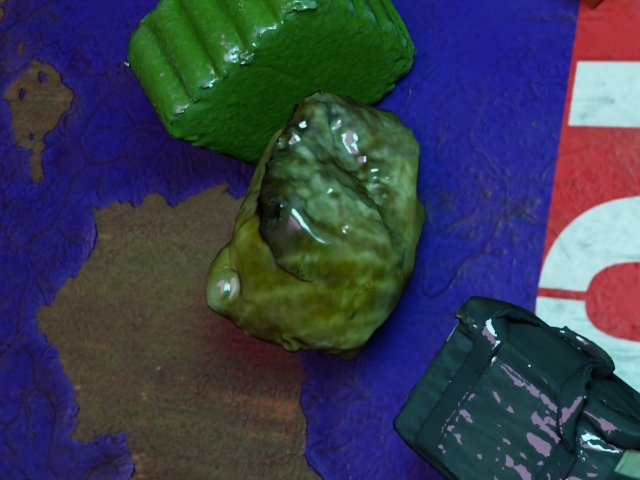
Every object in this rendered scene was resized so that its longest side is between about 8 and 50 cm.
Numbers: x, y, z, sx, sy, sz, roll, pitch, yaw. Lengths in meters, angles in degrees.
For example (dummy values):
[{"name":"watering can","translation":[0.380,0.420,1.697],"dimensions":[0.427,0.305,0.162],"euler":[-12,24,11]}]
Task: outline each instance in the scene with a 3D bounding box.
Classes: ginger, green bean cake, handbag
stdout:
[{"name":"ginger","translation":[0.004,0.001,1.716],"dimensions":[0.223,0.200,0.269],"euler":[-59,8,41]},{"name":"green bean cake","translation":[-0.052,-0.210,1.762],"dimensions":[0.247,0.250,0.156],"euler":[-41,60,23]},{"name":"handbag","translation":[0.217,0.176,1.551],"dimensions":[0.254,0.181,0.181],"euler":[41,108,31]}]

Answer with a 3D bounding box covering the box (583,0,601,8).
[{"name":"box","translation":[0.271,-0.360,1.685],"dimensions":[0.133,0.099,0.182],"euler":[-39,62,17]}]
